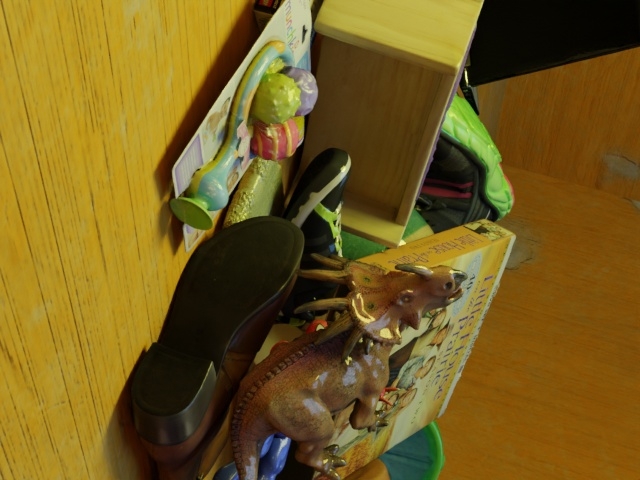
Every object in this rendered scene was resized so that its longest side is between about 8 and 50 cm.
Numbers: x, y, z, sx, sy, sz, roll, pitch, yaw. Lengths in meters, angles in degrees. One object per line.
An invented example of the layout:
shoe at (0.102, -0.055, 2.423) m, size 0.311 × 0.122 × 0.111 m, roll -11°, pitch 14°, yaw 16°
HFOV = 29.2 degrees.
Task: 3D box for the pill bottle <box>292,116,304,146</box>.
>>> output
pill bottle at (-0.038, -0.131, 1.239) m, size 0.083 × 0.043 × 0.043 m, roll 92°, pitch 18°, yaw -53°

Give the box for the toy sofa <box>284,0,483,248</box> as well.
toy sofa at (0.071, -0.166, 1.345) m, size 0.362 × 0.150 × 0.177 m, roll 102°, pitch 8°, yaw -58°

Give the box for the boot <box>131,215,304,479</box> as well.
boot at (-0.094, 0.142, 1.231) m, size 0.280 × 0.096 × 0.264 m, roll 92°, pitch 18°, yaw -55°

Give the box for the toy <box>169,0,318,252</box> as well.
toy at (-0.049, -0.104, 1.095) m, size 0.237 × 0.056 × 0.137 m, roll -56°, pitch 163°, yaw -26°

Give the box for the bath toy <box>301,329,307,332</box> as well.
bath toy at (0.003, 0.249, 1.769) m, size 0.348 × 0.151 × 0.129 m, roll 92°, pitch -24°, yaw -60°

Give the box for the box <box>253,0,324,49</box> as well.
box at (-0.007, -0.279, 1.196) m, size 0.114 × 0.036 × 0.207 m, roll 75°, pitch 33°, yaw -70°

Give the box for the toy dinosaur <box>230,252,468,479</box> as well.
toy dinosaur at (-0.007, 0.122, 1.144) m, size 0.295 × 0.127 × 0.200 m, roll -44°, pitch 156°, yaw -16°

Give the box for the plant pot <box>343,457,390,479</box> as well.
plant pot at (-0.010, 0.399, 1.629) m, size 0.291 × 0.290 × 0.204 m, roll -32°, pitch 120°, yaw -74°

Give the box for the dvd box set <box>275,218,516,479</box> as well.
dvd box set at (0.104, 0.142, 1.594) m, size 0.420 × 0.062 × 0.308 m, roll -14°, pitch 128°, yaw -60°

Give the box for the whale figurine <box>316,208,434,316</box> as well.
whale figurine at (0.052, 0.020, 1.723) m, size 0.216 × 0.141 × 0.272 m, roll -33°, pitch 178°, yaw -14°

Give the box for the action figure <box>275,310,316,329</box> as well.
action figure at (-0.027, 0.062, 1.548) m, size 0.232 × 0.063 × 0.137 m, roll 83°, pitch 23°, yaw -72°

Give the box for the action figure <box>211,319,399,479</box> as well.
action figure at (-0.021, 0.207, 1.309) m, size 0.091 × 0.139 × 0.280 m, roll 52°, pitch 50°, yaw -43°

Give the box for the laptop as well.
laptop at (0.286, -0.395, 1.651) m, size 0.408 × 0.236 × 0.382 m, roll 15°, pitch 70°, yaw -79°

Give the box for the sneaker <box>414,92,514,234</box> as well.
sneaker at (0.138, -0.106, 1.738) m, size 0.202 × 0.185 × 0.483 m, roll -36°, pitch 148°, yaw 3°

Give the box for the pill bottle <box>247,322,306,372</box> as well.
pill bottle at (-0.041, 0.162, 1.521) m, size 0.169 × 0.094 × 0.094 m, roll 79°, pitch 29°, yaw -67°

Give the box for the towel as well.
towel at (-0.069, -0.027, 1.280) m, size 0.148 × 0.027 × 0.110 m, roll 83°, pitch 27°, yaw -67°

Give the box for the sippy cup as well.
sippy cup at (0.099, 0.330, 2.174) m, size 0.224 × 0.305 × 0.240 m, roll -74°, pitch 149°, yaw -73°

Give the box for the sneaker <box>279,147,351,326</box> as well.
sneaker at (0.000, 0.000, 1.349) m, size 0.084 × 0.097 × 0.235 m, roll -73°, pitch -171°, yaw -52°
